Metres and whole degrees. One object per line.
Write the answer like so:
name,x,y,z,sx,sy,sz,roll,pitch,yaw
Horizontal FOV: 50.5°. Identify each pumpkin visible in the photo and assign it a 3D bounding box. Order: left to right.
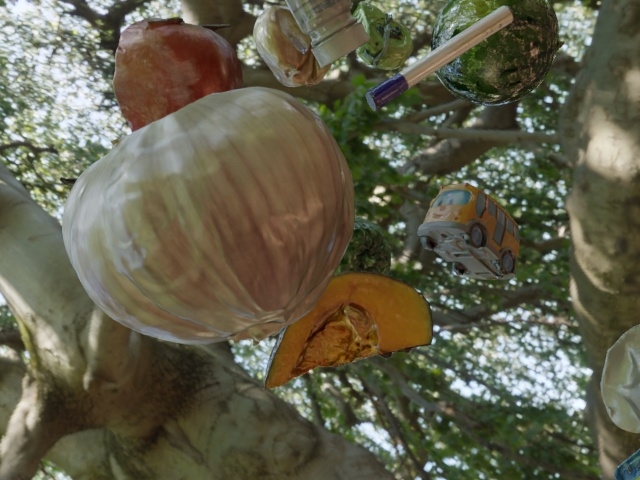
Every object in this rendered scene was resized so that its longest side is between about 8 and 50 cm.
pumpkin,0.027,0.137,1.214,0.312,0.148,0.169,-16,-84,-5

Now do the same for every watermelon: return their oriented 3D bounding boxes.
watermelon,0.334,-0.379,1.309,0.242,0.242,0.242,-26,-53,-39

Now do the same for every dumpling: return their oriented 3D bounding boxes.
dumpling,0.671,0.272,1.287,0.204,0.293,0.163,50,-148,-18

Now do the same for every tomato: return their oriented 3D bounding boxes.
tomato,-0.242,-0.289,1.317,0.309,0.170,0.309,-11,-75,-46

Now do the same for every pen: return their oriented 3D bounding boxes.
pen,0.183,-0.278,1.025,0.269,0.033,0.033,-34,-45,-9

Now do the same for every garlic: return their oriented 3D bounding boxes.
garlic,-0.106,-0.015,0.729,0.317,0.259,0.317,-31,-7,-4
garlic,-0.080,-0.465,1.668,0.217,0.110,0.228,49,-145,-19

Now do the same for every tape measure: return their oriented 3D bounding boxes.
tape measure,0.153,-0.492,1.667,0.154,0.177,0.087,9,-32,-27

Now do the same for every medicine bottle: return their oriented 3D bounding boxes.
medicine bottle,0.006,-0.403,1.196,0.105,0.105,0.168,-37,-75,-31

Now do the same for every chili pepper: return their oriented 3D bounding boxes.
chili pepper,-0.007,-0.005,1.594,0.213,0.385,0.167,-38,-58,-25

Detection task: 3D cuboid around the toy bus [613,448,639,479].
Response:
toy bus,0.570,0.301,0.920,0.312,0.152,0.190,-45,-15,11

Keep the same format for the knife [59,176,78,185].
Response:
knife,-0.415,-0.130,1.393,0.222,0.021,0.045,-9,-21,-10

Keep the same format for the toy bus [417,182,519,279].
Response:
toy bus,0.293,-0.019,1.307,0.209,0.126,0.136,35,-114,-34
